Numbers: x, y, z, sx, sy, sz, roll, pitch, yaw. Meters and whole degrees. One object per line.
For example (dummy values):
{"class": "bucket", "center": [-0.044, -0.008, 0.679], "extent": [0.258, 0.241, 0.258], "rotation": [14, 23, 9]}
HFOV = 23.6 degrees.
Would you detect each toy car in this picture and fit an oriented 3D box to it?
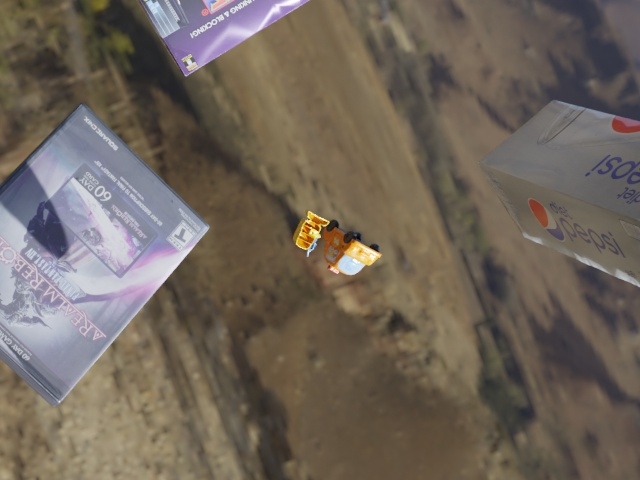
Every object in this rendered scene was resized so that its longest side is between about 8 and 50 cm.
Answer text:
{"class": "toy car", "center": [0.000, 0.000, 1.282], "extent": [0.060, 0.040, 0.122], "rotation": [32, 5, 38]}

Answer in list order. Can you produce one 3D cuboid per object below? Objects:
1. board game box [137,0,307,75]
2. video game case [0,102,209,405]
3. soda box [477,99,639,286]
{"class": "board game box", "center": [-0.075, -0.236, 1.227], "extent": [0.141, 0.170, 0.048], "rotation": [59, -2, -34]}
{"class": "video game case", "center": [-0.264, 0.010, 1.601], "extent": [0.196, 0.026, 0.274], "rotation": [45, 55, -10]}
{"class": "soda box", "center": [0.243, -0.038, 1.255], "extent": [0.091, 0.098, 0.286], "rotation": [54, -8, -21]}
